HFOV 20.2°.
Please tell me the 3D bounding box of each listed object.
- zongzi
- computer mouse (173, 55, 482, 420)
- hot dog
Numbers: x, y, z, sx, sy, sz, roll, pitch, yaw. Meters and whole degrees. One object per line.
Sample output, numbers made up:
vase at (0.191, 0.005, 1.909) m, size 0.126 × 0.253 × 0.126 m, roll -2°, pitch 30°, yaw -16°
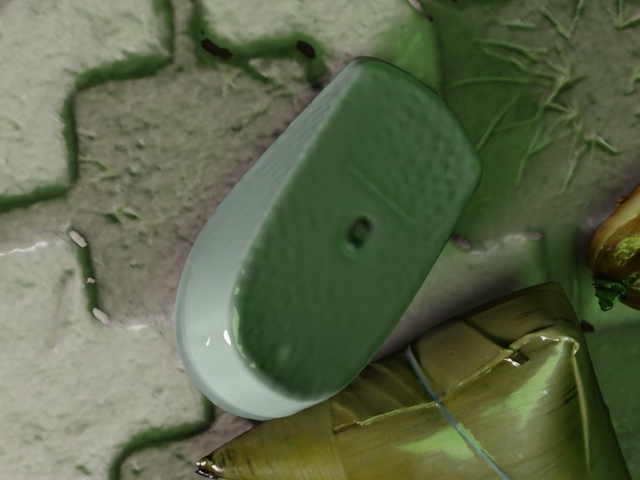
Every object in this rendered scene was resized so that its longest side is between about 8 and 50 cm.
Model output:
zongzi at (0.074, 0.166, 1.140) m, size 0.256 × 0.115 × 0.228 m, roll -26°, pitch 121°, yaw -3°
computer mouse at (0.000, 0.000, 1.068) m, size 0.128 × 0.079 × 0.231 m, roll 45°, pitch 75°, yaw -31°
hot dog at (0.238, -0.028, 1.155) m, size 0.188 × 0.055 × 0.072 m, roll -46°, pitch 115°, yaw 1°
